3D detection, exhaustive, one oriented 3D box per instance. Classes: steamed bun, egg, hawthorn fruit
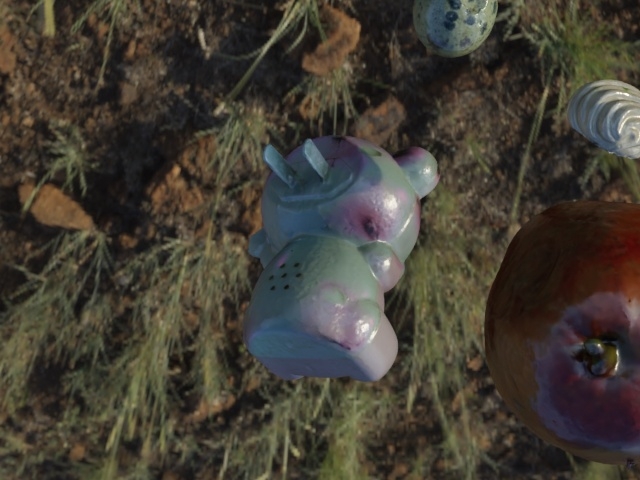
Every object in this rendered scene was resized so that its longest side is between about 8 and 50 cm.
[{"bbox_3d":[0.556,-0.232,1.758,0.183,0.183,0.106,18,119,-13],"label":"steamed bun"},{"bbox_3d":[0.229,-0.400,1.593,0.141,0.141,0.181,9,99,-5],"label":"egg"},{"bbox_3d":[0.225,0.077,0.742,0.224,0.261,0.224,4,100,23],"label":"hawthorn fruit"}]

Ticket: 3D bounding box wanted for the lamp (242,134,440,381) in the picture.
[{"bbox_3d":[0.000,0.000,1.159,0.247,0.301,0.247,-6,145,33],"label":"lamp"}]
